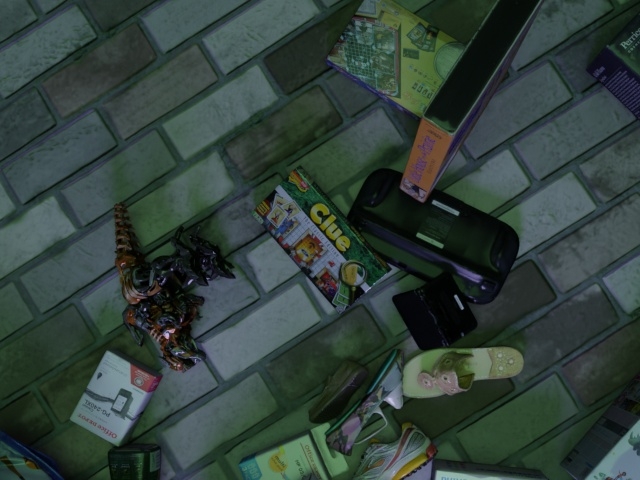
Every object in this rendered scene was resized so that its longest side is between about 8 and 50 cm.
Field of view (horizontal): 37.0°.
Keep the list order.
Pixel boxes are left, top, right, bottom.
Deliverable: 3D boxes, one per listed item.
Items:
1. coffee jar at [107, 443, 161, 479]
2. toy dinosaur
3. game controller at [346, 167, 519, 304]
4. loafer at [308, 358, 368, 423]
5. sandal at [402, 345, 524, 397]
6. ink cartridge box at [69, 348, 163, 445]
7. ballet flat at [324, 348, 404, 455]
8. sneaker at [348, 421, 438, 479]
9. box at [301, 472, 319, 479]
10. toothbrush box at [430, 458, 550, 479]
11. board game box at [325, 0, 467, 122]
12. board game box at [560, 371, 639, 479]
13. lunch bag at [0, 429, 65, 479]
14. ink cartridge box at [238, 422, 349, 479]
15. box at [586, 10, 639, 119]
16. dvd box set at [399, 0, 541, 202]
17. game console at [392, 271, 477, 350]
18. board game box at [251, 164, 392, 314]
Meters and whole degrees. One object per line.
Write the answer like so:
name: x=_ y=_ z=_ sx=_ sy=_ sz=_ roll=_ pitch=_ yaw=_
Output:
coffee jar: x=-0.342 y=0.475 z=1.776 sx=0.096 sy=0.079 sz=0.184 roll=-3 pitch=87 yaw=12
toy dinosaur: x=-0.297 y=0.081 z=1.770 sx=0.218 sy=0.164 sz=0.322 roll=-30 pitch=107 yaw=17
game controller: x=0.209 y=-0.010 z=1.790 sx=0.319 sy=0.067 sz=0.166 roll=26 pitch=74 yaw=4
loafer: x=0.029 y=0.281 z=1.782 sx=0.148 sy=0.056 sz=0.050 roll=-46 pitch=48 yaw=7
sandal: x=0.256 y=0.238 z=1.755 sx=0.240 sy=0.079 sz=0.088 roll=-11 pitch=86 yaw=3
ink cartridge box: x=-0.384 y=0.295 z=1.797 sx=0.109 sy=0.063 sz=0.150 roll=28 pitch=88 yaw=4
ballet flat: x=0.100 y=0.304 z=1.761 sx=0.079 sy=0.077 sz=0.221 roll=39 pitch=88 yaw=3
sneaker: x=0.102 y=0.419 z=1.761 sx=0.225 sy=0.088 sz=0.093 roll=-34 pitch=73 yaw=-3
box: x=-0.050 y=0.586 z=1.685 sx=0.262 sy=0.127 sz=0.231 roll=-37 pitch=95 yaw=10
toothbrush box: x=0.293 y=0.552 z=1.715 sx=0.206 sy=0.122 sz=0.283 roll=5 pitch=88 yaw=3
board game box: x=0.155 y=-0.344 z=1.812 sx=0.243 sy=0.042 sz=0.165 roll=33 pitch=89 yaw=5
board game box: x=0.566 y=0.322 z=1.660 sx=0.097 sy=0.224 sz=0.303 roll=41 pitch=90 yaw=6
lunch bag: x=-0.571 y=0.558 z=1.678 sx=0.385 sy=0.239 sz=0.328 roll=40 pitch=105 yaw=14
ink cartridge box: x=-0.048 y=0.421 z=1.771 sx=0.181 sy=0.061 sz=0.104 roll=-24 pitch=86 yaw=2
box: x=0.720 y=-0.339 z=1.711 sx=0.312 sy=0.179 sz=0.343 roll=44 pitch=90 yaw=6
dvd box set: x=0.249 y=-0.247 z=1.594 sx=0.062 sy=0.420 sz=0.307 roll=33 pitch=81 yaw=6
game console: x=0.212 y=0.131 z=1.768 sx=0.107 sy=0.071 sz=0.122 roll=-32 pitch=99 yaw=-10
board game box: x=0.000 y=0.000 z=1.783 sx=0.260 sy=0.030 sz=0.136 roll=48 pitch=114 yaw=5
